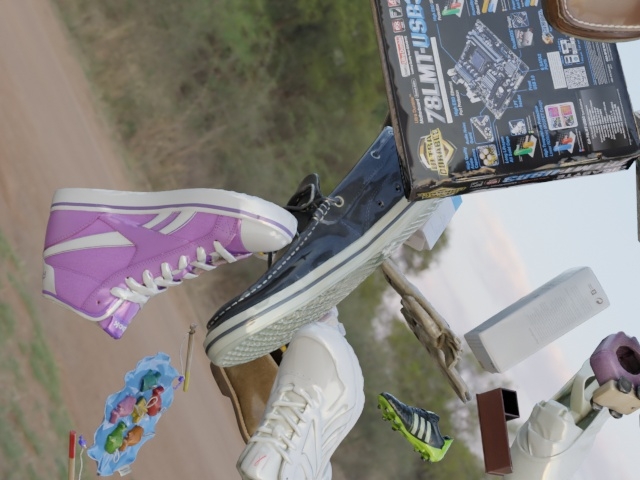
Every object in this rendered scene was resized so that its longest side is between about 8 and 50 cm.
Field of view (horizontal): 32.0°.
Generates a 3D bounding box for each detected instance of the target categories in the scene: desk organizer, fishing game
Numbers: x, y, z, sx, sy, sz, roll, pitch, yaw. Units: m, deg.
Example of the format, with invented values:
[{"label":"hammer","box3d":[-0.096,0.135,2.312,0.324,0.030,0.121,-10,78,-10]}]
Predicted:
[{"label":"desk organizer","box3d":[0.286,0.301,1.763,0.047,0.050,0.130,18,58,-40]},{"label":"fishing game","box3d":[-0.242,0.238,1.483,0.041,0.264,0.189,26,-53,18]}]

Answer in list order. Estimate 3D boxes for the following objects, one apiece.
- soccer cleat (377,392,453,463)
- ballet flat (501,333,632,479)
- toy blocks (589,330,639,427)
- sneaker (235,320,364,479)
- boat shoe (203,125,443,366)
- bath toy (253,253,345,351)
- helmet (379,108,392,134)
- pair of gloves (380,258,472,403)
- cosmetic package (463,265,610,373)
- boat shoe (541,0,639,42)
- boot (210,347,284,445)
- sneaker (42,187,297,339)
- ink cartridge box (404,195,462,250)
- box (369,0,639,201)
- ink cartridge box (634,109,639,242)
[{"label":"soccer cleat","box3d":[0.168,0.324,2.005,0.179,0.072,0.060,49,-19,-21]},{"label":"ballet flat","box3d":[0.461,0.312,2.053,0.139,0.400,0.139,38,-27,24]},{"label":"toy blocks","box3d":[0.546,0.089,1.441,0.309,0.288,0.260,-47,-154,47]},{"label":"sneaker","box3d":[-0.028,0.194,1.099,0.115,0.090,0.232,-21,127,-58]},{"label":"boat shoe","box3d":[0.000,0.000,1.590,0.156,0.500,0.187,44,-32,8]},{"label":"bath toy","box3d":[-0.046,0.117,2.068,0.151,0.129,0.348,-81,152,-77]},{"label":"helmet","box3d":[0.183,-0.180,1.986,0.169,0.169,0.162,-116,-152,-51]},{"label":"pair of gloves","box3d":[0.182,0.146,1.820,0.204,0.042,0.240,55,-5,35]},{"label":"cosmetic package","box3d":[0.373,0.138,1.941,0.085,0.231,0.117,60,-8,1]},{"label":"boat shoe","box3d":[0.365,-0.253,1.034,0.116,0.324,0.123,-138,-143,-73]},{"label":"boot","box3d":[-0.079,0.291,1.934,0.112,0.115,0.305,16,35,-56]},{"label":"sneaker","box3d":[-0.165,0.032,1.194,0.102,0.282,0.161,51,42,-64]},{"label":"ink cartridge box","box3d":[0.200,-0.058,2.202,0.092,0.143,0.090,27,-17,26]},{"label":"box","box3d":[0.228,-0.214,1.416,0.073,0.293,0.296,90,-10,-76]},{"label":"ink cartridge box","box3d":[0.531,-0.093,1.562,0.092,0.160,0.219,-120,-164,-57]}]
